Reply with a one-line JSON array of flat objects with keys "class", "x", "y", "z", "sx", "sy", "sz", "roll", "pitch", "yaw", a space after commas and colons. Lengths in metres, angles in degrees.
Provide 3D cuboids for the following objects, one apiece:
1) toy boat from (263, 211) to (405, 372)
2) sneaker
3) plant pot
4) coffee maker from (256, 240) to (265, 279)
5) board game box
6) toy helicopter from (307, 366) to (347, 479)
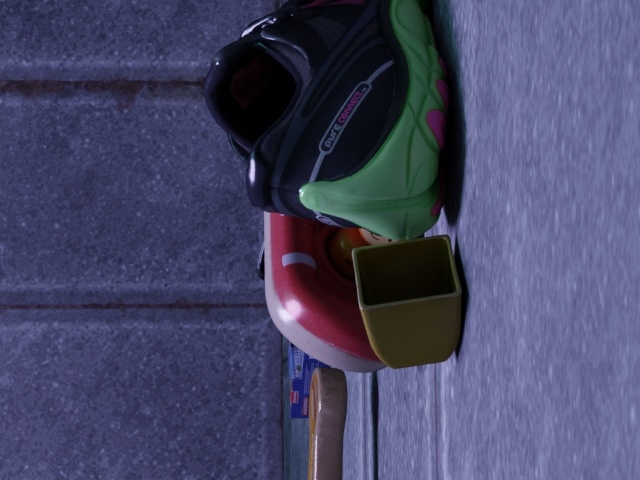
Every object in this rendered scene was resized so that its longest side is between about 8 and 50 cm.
[{"class": "toy boat", "x": 0.038, "y": 0.007, "z": 1.622, "sx": 0.151, "sy": 0.151, "sz": 0.231, "roll": -46, "pitch": 35, "yaw": 39}, {"class": "sneaker", "x": -0.004, "y": -0.172, "z": 1.552, "sx": 0.483, "sy": 0.202, "sz": 0.185, "roll": -98, "pitch": 10, "yaw": -60}, {"class": "plant pot", "x": 0.073, "y": 0.056, "z": 1.390, "sx": 0.081, "sy": 0.081, "sz": 0.083, "roll": -97, "pitch": -2, "yaw": -53}, {"class": "coffee maker", "x": 0.000, "y": 0.000, "z": 2.218, "sx": 0.171, "sy": 0.120, "sz": 0.178, "roll": 26, "pitch": 120, "yaw": 59}, {"class": "board game box", "x": -0.021, "y": 0.143, "z": 2.686, "sx": 0.194, "sy": 0.060, "sz": 0.194, "roll": 94, "pitch": 173, "yaw": -45}, {"class": "toy helicopter", "x": 0.002, "y": 0.321, "z": 1.951, "sx": 0.235, "sy": 0.140, "sz": 0.355, "roll": 142, "pitch": 131, "yaw": -82}]
